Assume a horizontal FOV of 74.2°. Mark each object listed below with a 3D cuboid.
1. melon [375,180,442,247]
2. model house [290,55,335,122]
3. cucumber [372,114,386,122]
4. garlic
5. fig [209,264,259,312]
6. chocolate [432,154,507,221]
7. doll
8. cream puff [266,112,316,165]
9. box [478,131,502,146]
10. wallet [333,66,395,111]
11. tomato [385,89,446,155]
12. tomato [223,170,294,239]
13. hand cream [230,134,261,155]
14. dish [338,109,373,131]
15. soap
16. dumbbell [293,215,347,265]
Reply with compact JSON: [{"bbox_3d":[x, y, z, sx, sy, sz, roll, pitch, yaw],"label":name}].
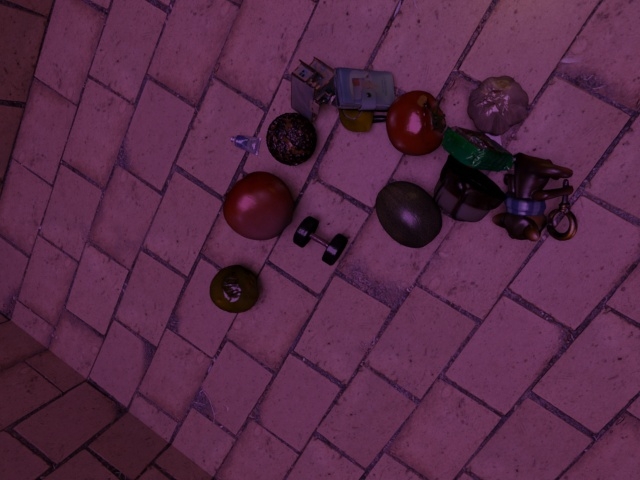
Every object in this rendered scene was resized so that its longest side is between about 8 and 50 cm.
[{"bbox_3d":[0.363,-0.112,1.766,0.237,0.237,0.302,-45,81,19],"label":"melon"},{"bbox_3d":[-0.008,-0.667,1.810,0.178,0.271,0.206,35,73,10],"label":"model house"},{"bbox_3d":[0.215,-0.525,1.842,0.184,0.033,0.036,-2,77,20],"label":"cucumber"},{"bbox_3d":[0.677,-0.524,1.627,0.228,0.152,0.228,-1,86,16],"label":"garlic"},{"bbox_3d":[-0.438,0.252,2.092,0.271,0.239,0.239,-30,91,34],"label":"fig"},{"bbox_3d":[0.565,-0.183,1.670,0.283,0.283,0.186,38,115,7],"label":"chocolate"},{"bbox_3d":[0.835,-0.165,1.649,0.318,0.209,0.340,20,106,47],"label":"doll"},{"bbox_3d":[-0.135,-0.450,1.887,0.239,0.165,0.239,9,114,21],"label":"cream puff"},{"bbox_3d":[0.642,-0.379,1.739,0.193,0.030,0.121,-10,97,19],"label":"box"},{"bbox_3d":[0.183,-0.618,1.736,0.250,0.075,0.176,-3,82,-18],"label":"wallet"},{"bbox_3d":[0.382,-0.466,1.693,0.224,0.256,0.256,-3,100,34],"label":"tomato"},{"bbox_3d":[-0.275,-0.150,1.923,0.321,0.321,0.321,3,101,17],"label":"tomato"},{"bbox_3d":[-0.360,-0.467,2.027,0.142,0.053,0.084,17,104,3],"label":"hand cream"},{"bbox_3d":[0.142,-0.556,1.812,0.149,0.080,0.208,-39,74,12],"label":"dish"},{"bbox_3d":[0.597,-0.338,1.586,0.218,0.273,0.098,48,125,30],"label":"soap"},{"bbox_3d":[0.000,0.000,1.944,0.218,0.152,0.152,32,108,10],"label":"dumbbell"}]
